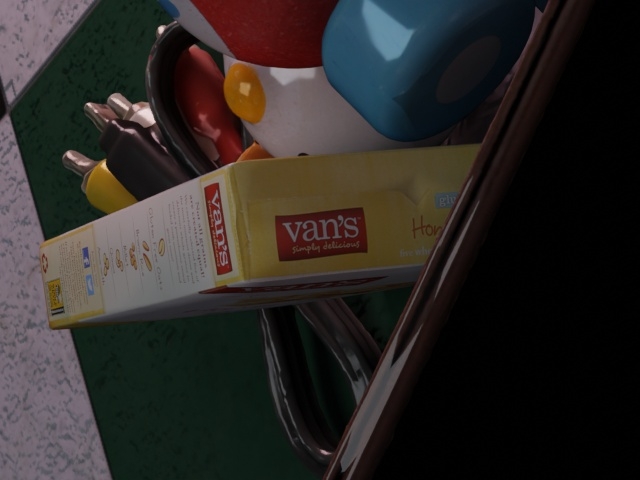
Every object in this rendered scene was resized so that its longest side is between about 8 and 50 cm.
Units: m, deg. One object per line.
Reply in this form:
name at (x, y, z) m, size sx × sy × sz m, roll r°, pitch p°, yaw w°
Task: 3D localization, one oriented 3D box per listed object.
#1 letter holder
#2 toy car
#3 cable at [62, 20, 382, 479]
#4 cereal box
letter holder at (0.078, 0.071, 0.434) m, size 0.152 × 0.214 × 0.301 m, roll 26°, pitch 101°, yaw 6°
toy car at (0.003, -0.093, 0.679) m, size 0.219 × 0.210 × 0.238 m, roll 47°, pitch 141°, yaw 25°
cable at (-0.030, -0.008, 0.851) m, size 0.287 × 0.072 × 0.139 m, roll 46°, pitch 111°, yaw 24°
cereal box at (0.000, 0.000, 0.656) m, size 0.240 × 0.173 × 0.047 m, roll 167°, pitch 97°, yaw -65°
